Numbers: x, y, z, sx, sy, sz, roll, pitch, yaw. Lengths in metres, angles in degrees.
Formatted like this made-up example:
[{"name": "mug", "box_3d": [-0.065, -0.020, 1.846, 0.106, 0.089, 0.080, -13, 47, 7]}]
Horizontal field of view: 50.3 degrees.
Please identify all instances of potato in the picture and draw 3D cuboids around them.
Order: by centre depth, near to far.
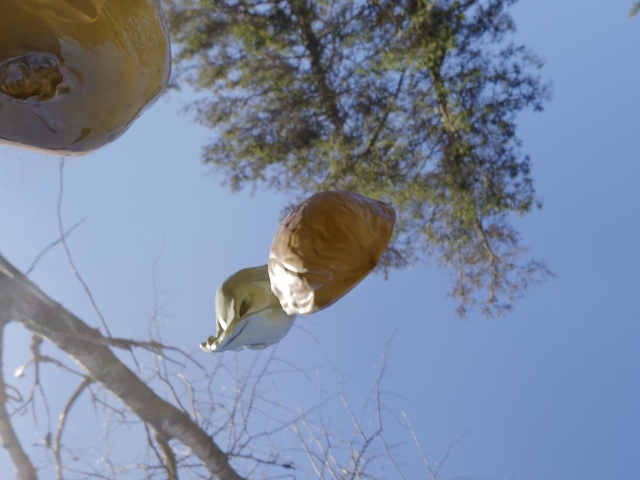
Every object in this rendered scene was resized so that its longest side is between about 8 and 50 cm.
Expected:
[{"name": "potato", "box_3d": [-0.203, -0.142, 0.410, 0.150, 0.233, 0.146, -25, -125, 54]}]

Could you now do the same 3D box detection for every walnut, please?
[{"name": "walnut", "box_3d": [-0.001, -0.001, 0.758, 0.167, 0.087, 0.211, -48, -170, -12]}]

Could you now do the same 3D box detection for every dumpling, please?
[{"name": "dumpling", "box_3d": [-0.106, 0.112, 1.016, 0.124, 0.229, 0.151, 40, -63, 9]}]
